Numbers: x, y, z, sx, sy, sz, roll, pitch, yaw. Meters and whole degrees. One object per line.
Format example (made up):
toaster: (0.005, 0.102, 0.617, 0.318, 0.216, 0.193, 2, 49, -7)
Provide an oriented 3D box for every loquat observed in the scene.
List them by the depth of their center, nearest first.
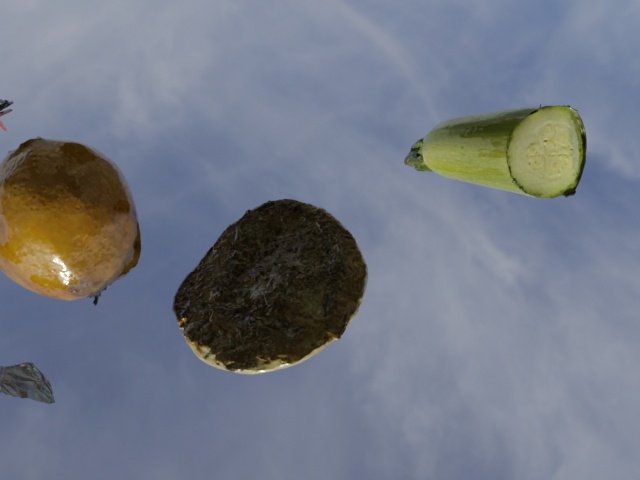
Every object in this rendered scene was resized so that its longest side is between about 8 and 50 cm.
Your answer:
loquat: (-0.332, -0.022, 0.933, 0.187, 0.234, 0.176, -14, -167, 14)

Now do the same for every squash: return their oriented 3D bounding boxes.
squash: (0.225, -0.137, 1.045, 0.288, 0.137, 0.137, 11, -143, 40)

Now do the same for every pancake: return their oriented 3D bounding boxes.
pancake: (-0.086, 0.081, 1.240, 0.356, 0.065, 0.356, -9, -131, 11)

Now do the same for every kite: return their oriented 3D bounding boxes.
kite: (-0.649, 0.281, 1.437, 0.127, 0.016, 0.229, 41, -169, 37)

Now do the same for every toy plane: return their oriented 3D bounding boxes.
toy plane: (-0.676, -0.248, 1.388, 0.189, 0.061, 0.130, 26, -121, 35)
